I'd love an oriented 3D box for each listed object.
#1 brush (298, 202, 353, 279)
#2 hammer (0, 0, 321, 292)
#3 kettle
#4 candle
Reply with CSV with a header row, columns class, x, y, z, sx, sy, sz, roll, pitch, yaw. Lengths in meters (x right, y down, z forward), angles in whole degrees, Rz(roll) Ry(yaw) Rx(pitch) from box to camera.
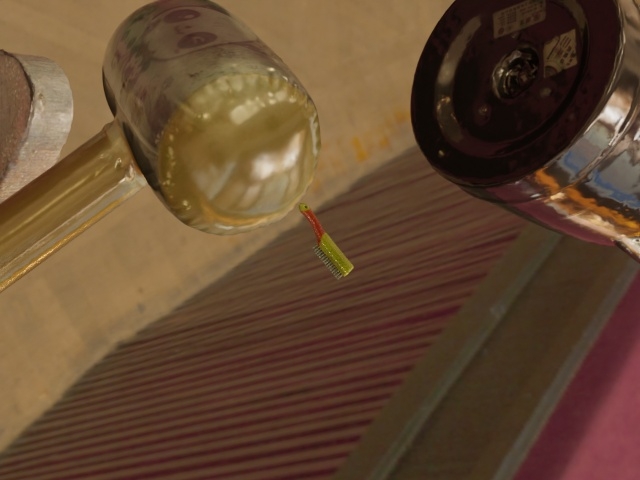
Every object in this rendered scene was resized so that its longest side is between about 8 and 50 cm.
class,x,y,z,sx,sy,sz,roll,pitch,yaw
brush,0.000,0.000,1.095,0.083,0.021,0.019,55,35,-6
hammer,-0.153,-0.030,0.703,0.113,0.305,0.202,58,-3,-32
kettle,0.273,-0.141,1.108,0.324,0.228,0.321,24,54,-41
candle,-0.346,-0.117,1.206,0.068,0.192,0.169,-9,101,-51
